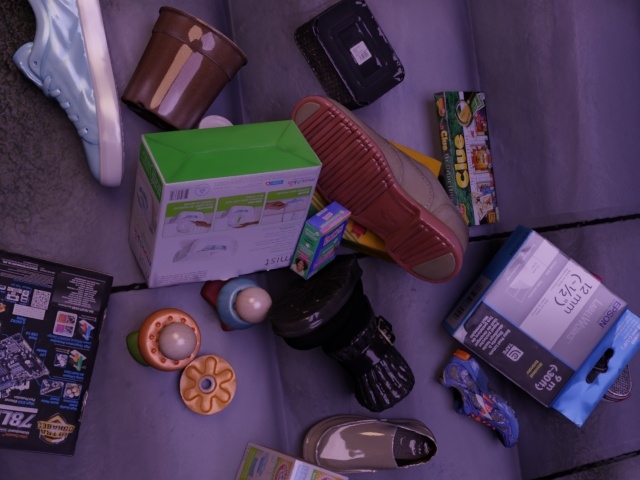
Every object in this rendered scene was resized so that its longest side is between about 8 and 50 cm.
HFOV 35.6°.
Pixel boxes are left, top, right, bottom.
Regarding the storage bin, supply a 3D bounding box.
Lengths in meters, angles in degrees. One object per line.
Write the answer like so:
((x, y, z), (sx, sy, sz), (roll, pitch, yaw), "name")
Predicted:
((0.053, -0.336, 1.801), (0.122, 0.084, 0.180), (-38, 103, -22), "storage bin")

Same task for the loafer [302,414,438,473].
((0.098, 0.365, 1.792), (0.269, 0.092, 0.101), (-1, 89, -26), "loafer")

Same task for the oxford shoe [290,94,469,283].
((0.106, -0.104, 1.727), (0.397, 0.140, 0.146), (49, 38, -11), "oxford shoe")

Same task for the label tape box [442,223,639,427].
((0.445, 0.171, 1.883), (0.348, 0.115, 0.249), (37, 92, -6), "label tape box")

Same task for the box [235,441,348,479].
((-0.057, 0.415, 1.654), (0.103, 0.203, 0.114), (25, 78, -23), "box")

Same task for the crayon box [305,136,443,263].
((0.092, -0.083, 1.812), (0.319, 0.081, 0.202), (18, 80, -25), "crayon box")

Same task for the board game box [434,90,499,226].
((0.283, -0.156, 1.913), (0.136, 0.030, 0.259), (-9, 93, -44), "board game box")

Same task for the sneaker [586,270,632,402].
((0.554, 0.198, 2.010), (0.121, 0.112, 0.299), (-33, 103, -23), "sneaker")

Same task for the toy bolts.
((-0.166, 0.166, 1.635), (0.228, 0.158, 0.218), (-41, 105, -21), "toy bolts")

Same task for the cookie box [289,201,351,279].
((0.000, 0.000, 1.677), (0.040, 0.107, 0.092), (33, 39, 18), "cookie box")

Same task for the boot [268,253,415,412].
((0.049, 0.181, 1.669), (0.131, 0.348, 0.260), (-20, 97, 20), "boot")

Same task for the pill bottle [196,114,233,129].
((-0.187, -0.150, 1.655), (0.065, 0.116, 0.065), (12, 55, -18), "pill bottle")

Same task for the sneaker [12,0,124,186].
((-0.399, -0.256, 1.569), (0.150, 0.135, 0.365), (-11, 90, -8), "sneaker")

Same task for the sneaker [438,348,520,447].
((0.300, 0.313, 1.910), (0.087, 0.083, 0.221), (-38, 99, -8), "sneaker")

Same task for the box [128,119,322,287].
((-0.157, -0.056, 1.600), (0.262, 0.231, 0.126), (-10, 49, -26), "box")

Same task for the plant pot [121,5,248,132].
((-0.232, -0.267, 1.627), (0.167, 0.167, 0.165), (33, 83, -21), "plant pot")

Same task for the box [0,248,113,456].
((-0.486, 0.163, 1.507), (0.296, 0.073, 0.293), (15, 82, -34), "box")
